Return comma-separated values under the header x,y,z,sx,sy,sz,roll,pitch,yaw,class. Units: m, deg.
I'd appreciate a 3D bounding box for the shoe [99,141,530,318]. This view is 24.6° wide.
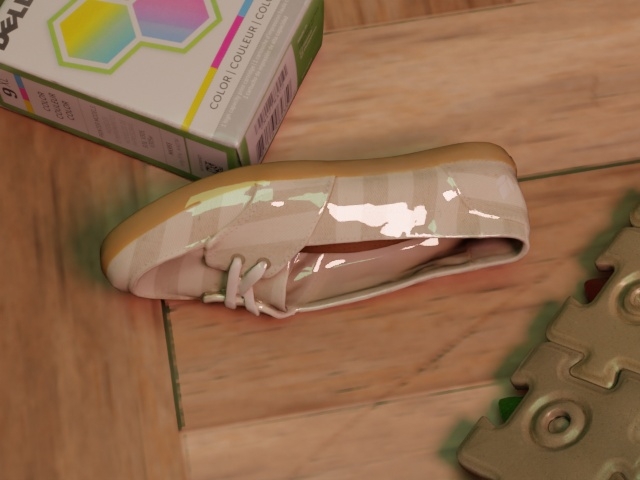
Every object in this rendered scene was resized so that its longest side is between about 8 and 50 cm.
x,y,z,sx,sy,sz,roll,pitch,yaw,class
0.000,0.000,0.732,0.219,0.077,0.058,-11,59,-7,shoe

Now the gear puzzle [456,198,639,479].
x,y,z,sx,sy,sz,roll,pitch,yaw,class
0.169,0.087,0.683,0.175,0.044,0.339,19,62,43,gear puzzle

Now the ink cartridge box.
x,y,z,sx,sy,sz,roll,pitch,yaw,class
-0.114,-0.114,0.797,0.209,0.062,0.109,21,67,11,ink cartridge box
